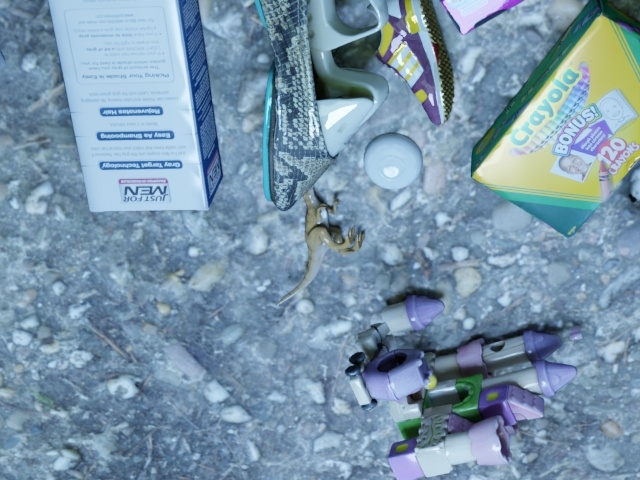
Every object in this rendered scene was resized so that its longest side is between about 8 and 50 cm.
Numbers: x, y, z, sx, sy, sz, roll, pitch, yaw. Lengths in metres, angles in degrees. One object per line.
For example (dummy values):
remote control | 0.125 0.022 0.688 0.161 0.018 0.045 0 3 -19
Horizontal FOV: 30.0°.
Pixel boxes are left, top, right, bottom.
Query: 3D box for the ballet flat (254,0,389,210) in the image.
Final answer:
ballet flat | -0.003 -0.253 1.499 0.182 0.164 0.483 1 117 13

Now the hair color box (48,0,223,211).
hair color box | -0.243 -0.213 1.590 0.173 0.105 0.347 0 119 9

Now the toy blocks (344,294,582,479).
toy blocks | 0.231 0.209 1.665 0.260 0.288 0.309 -17 113 21

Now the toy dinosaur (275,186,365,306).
toy dinosaur | 0.000 0.000 1.715 0.112 0.064 0.212 11 113 23

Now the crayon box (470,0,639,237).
crayon box | 0.341 -0.158 1.550 0.165 0.081 0.278 31 120 -10

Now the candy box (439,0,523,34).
candy box | 0.180 -0.391 1.446 0.159 0.071 0.233 -28 113 21

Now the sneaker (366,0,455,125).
sneaker | 0.118 -0.234 1.554 0.083 0.069 0.186 -7 113 22

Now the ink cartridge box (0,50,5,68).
ink cartridge box | -0.591 -0.219 1.585 0.272 0.197 0.114 -13 116 15

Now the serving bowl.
serving bowl | 0.099 -0.104 1.648 0.083 0.027 0.083 4 121 6
